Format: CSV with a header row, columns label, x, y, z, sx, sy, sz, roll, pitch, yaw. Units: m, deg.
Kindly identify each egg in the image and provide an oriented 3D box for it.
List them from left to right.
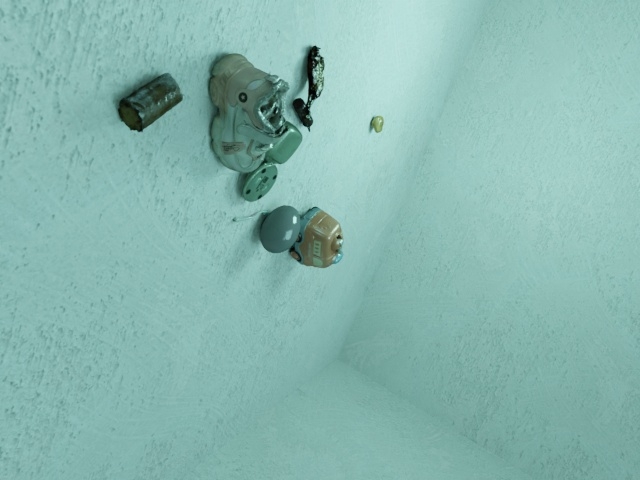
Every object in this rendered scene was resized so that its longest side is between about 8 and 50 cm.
label,x,y,z,sx,sy,sz,roll,pitch,yaw
egg,-0.154,-0.044,1.739,0.199,0.146,0.146,-67,160,-11

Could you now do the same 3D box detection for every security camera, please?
label,x,y,z,sx,sy,sz,roll,pitch,yaw
security camera,-0.179,-0.268,1.529,0.302,0.080,0.157,-55,162,7

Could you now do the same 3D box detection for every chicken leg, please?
label,x,y,z,sx,sy,sz,roll,pitch,yaw
chicken leg,-0.025,-0.533,1.543,0.106,0.051,0.253,-4,101,-73

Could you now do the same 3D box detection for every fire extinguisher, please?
label,x,y,z,sx,sy,sz,roll,pitch,yaw
fire extinguisher,-0.057,-0.444,1.626,0.157,0.045,0.078,53,27,-67

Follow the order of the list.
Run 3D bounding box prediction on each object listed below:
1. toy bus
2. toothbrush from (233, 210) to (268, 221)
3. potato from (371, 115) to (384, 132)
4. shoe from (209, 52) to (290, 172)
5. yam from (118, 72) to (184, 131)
label,x,y,z,sx,sy,sz,roll,pitch,yaw
toy bus,0.000,0.000,2.040,0.194,0.232,0.288,-50,154,-37
toothbrush,-0.252,-0.090,1.642,0.204,0.017,0.022,-22,115,-60
potato,0.288,-0.580,2.250,0.068,0.062,0.083,-25,113,-18
shoe,-0.191,-0.322,1.260,0.172,0.198,0.351,-46,152,-34
yam,-0.379,-0.310,1.010,0.141,0.079,0.079,-50,155,-33
